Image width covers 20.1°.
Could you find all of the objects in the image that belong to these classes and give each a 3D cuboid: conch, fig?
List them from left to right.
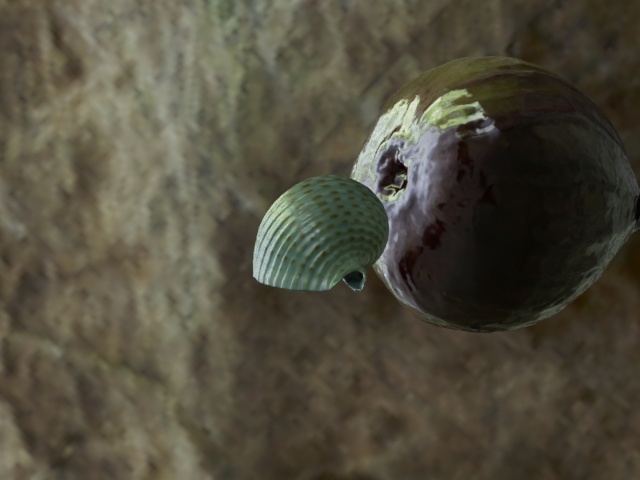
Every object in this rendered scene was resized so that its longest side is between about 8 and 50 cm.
[{"bbox_3d":[-0.001,-0.004,0.942,0.085,0.076,0.057,-127,-154,-79],"label":"conch"},{"bbox_3d":[0.187,-0.040,1.397,0.217,0.321,0.217,3,-87,56],"label":"fig"}]
